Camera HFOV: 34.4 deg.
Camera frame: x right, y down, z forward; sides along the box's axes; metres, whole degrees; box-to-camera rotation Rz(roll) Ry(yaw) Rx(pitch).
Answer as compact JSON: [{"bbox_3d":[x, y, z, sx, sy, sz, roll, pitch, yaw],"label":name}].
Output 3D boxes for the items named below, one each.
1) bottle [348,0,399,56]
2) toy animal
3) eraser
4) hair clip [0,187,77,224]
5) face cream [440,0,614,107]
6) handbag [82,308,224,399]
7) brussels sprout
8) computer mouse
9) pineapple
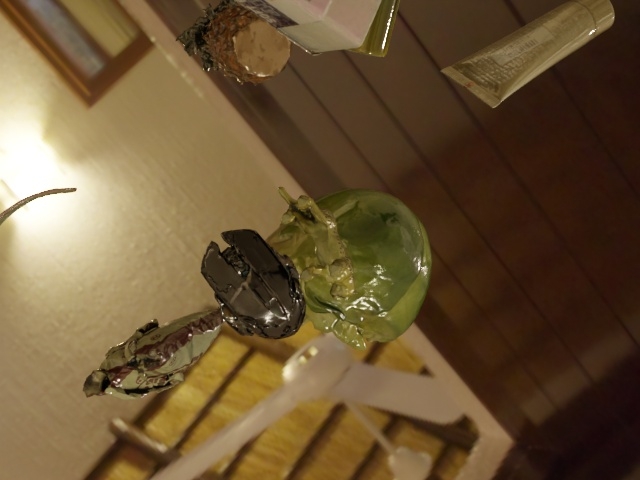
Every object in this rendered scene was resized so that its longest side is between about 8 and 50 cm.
[{"bbox_3d":[0.087,-0.405,1.436,0.082,0.082,0.286,-114,-144,-68],"label":"bottle"},{"bbox_3d":[0.000,0.000,1.613,0.073,0.181,0.136,-29,164,17],"label":"toy animal"},{"bbox_3d":[-0.072,-0.341,1.282,0.130,0.287,0.086,6,-110,57],"label":"eraser"},{"bbox_3d":[-0.408,-0.050,1.450,0.137,0.022,0.054,-26,-175,-1],"label":"hair clip"},{"bbox_3d":[0.393,-0.354,1.897,0.341,0.084,0.137,-32,-126,-21],"label":"face cream"},{"bbox_3d":[-0.294,0.211,1.879,0.213,0.127,0.235,-32,179,29],"label":"handbag"},{"bbox_3d":[0.059,0.038,2.095,0.276,0.371,0.314,40,-62,56],"label":"brussels sprout"},{"bbox_3d":[-0.096,0.078,1.647,0.146,0.241,0.077,-45,-147,-10],"label":"computer mouse"},{"bbox_3d":[-0.166,-0.386,1.930,0.310,0.141,0.170,30,-85,56],"label":"pineapple"}]
